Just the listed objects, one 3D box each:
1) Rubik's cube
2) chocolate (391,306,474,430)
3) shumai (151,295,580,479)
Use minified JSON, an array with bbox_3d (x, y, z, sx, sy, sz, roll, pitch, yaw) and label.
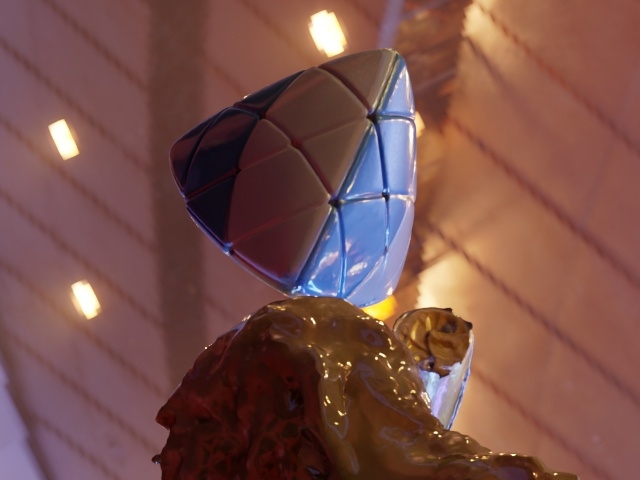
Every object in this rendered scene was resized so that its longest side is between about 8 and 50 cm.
[{"bbox_3d":[0.000,0.000,1.673,0.254,0.254,0.254,39,-36,37],"label":"Rubik's cube"},{"bbox_3d":[0.096,0.158,1.851,0.085,0.085,0.219,46,-31,28],"label":"chocolate"},{"bbox_3d":[0.034,0.211,1.176,0.283,0.217,0.346,-172,-104,-72],"label":"shumai"}]
